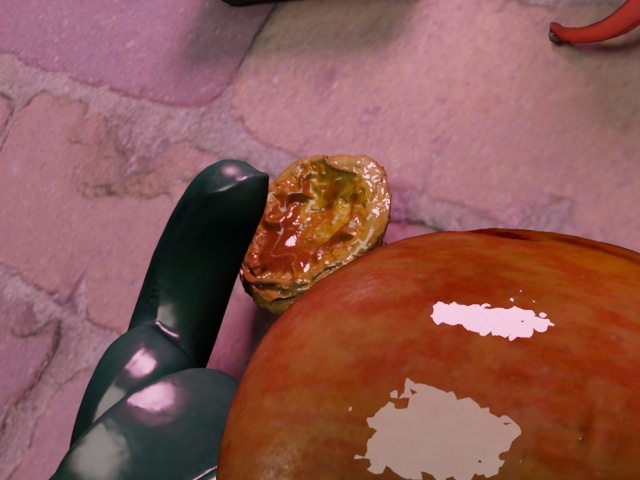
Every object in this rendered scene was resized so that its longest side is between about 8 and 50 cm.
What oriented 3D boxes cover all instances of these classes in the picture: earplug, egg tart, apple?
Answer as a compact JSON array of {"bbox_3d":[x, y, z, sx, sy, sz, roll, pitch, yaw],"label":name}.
[{"bbox_3d":[-0.071,0.121,0.763,0.257,0.164,0.280,-38,57,-9],"label":"earplug"},{"bbox_3d":[0.000,0.000,0.850,0.130,0.052,0.130,-21,49,27],"label":"egg tart"},{"bbox_3d":[0.095,0.119,0.547,0.264,0.264,0.264,-21,50,28],"label":"apple"}]

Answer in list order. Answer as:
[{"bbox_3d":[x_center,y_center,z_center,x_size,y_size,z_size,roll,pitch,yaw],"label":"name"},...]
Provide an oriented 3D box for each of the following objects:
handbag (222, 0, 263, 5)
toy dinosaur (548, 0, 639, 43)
[{"bbox_3d":[0.017,-0.323,1.038,0.260,0.079,0.248,4,65,40],"label":"handbag"},{"bbox_3d":[0.237,-0.197,0.724,0.286,0.139,0.070,-14,53,33],"label":"toy dinosaur"}]
